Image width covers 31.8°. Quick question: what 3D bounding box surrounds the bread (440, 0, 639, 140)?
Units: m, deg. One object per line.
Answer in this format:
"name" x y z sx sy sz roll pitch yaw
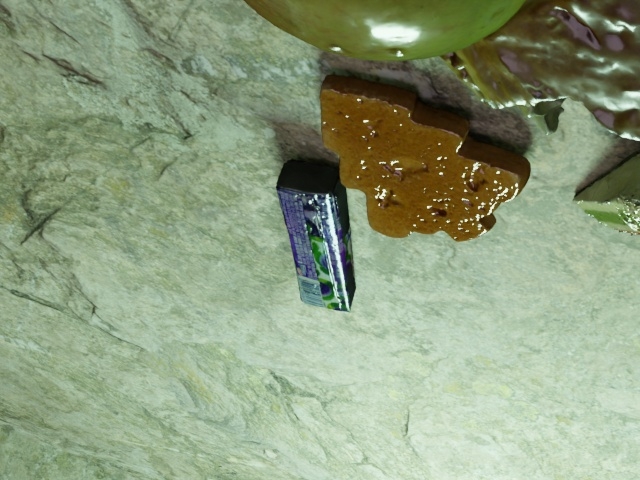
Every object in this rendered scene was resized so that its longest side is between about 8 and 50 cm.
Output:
"bread" 0.324 -0.197 1.057 0.314 0.191 0.370 39 149 -22

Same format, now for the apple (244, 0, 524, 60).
"apple" 0.060 -0.321 0.918 0.305 0.338 0.338 23 148 -7

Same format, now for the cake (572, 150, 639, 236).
"cake" 0.394 -0.069 1.335 0.086 0.116 0.220 32 179 -8

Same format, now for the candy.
"candy" 0.000 0.000 1.664 0.088 0.061 0.312 12 147 15

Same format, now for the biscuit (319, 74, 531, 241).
"biscuit" 0.113 -0.110 1.450 0.306 0.043 0.284 43 144 -24
